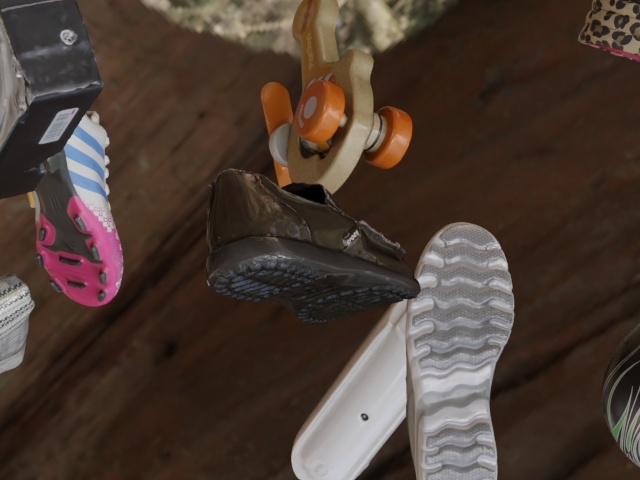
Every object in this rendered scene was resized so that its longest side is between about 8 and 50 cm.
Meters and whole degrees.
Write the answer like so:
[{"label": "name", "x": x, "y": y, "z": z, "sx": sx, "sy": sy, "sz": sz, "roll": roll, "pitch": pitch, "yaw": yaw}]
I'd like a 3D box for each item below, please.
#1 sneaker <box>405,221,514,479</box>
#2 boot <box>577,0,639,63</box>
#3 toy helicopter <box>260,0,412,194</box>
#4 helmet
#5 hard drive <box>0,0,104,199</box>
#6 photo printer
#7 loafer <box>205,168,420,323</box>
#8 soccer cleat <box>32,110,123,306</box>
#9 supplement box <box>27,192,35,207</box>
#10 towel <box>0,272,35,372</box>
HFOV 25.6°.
[{"label": "sneaker", "x": 0.117, "y": 0.122, "z": 1.376, "sx": 0.115, "sy": 0.105, "sz": 0.281, "roll": -179, "pitch": -85, "yaw": -78}, {"label": "boot", "x": 0.492, "y": -0.305, "z": 1.580, "sx": 0.138, "sy": 0.377, "sz": 0.284, "roll": -23, "pitch": 132, "yaw": -82}, {"label": "toy helicopter", "x": -0.004, "y": -0.206, "z": 2.002, "sx": 0.235, "sy": 0.140, "sz": 0.355, "roll": -46, "pitch": -143, "yaw": 40}, {"label": "helmet", "x": 0.331, "y": 0.139, "z": 1.258, "sx": 0.162, "sy": 0.169, "sz": 0.169, "roll": -57, "pitch": 180, "yaw": 15}, {"label": "hard drive", "x": -0.267, "y": -0.219, "z": 1.046, "sx": 0.064, "sy": 0.339, "sz": 0.237, "roll": -15, "pitch": 171, "yaw": -27}, {"label": "photo printer", "x": 0.083, "y": 0.193, "z": 1.930, "sx": 0.307, "sy": 0.107, "sz": 0.256, "roll": -56, "pitch": 175, "yaw": 31}, {"label": "loafer", "x": 0.000, "y": 0.000, "z": 0.874, "sx": 0.080, "sy": 0.078, "sz": 0.220, "roll": -16, "pitch": 164, "yaw": 20}, {"label": "soccer cleat", "x": -0.291, "y": -0.069, "z": 1.705, "sx": 0.143, "sy": 0.116, "sz": 0.331, "roll": -61, "pitch": 151, "yaw": -42}, {"label": "supplement box", "x": -0.391, "y": -0.158, "z": 1.944, "sx": 0.080, "sy": 0.233, "sz": 0.078, "roll": -13, "pitch": -138, "yaw": -5}, {"label": "towel", "x": -0.370, "y": 0.141, "z": 1.103, "sx": 0.312, "sy": 0.056, "sz": 0.324, "roll": -32, "pitch": 180, "yaw": -19}]
